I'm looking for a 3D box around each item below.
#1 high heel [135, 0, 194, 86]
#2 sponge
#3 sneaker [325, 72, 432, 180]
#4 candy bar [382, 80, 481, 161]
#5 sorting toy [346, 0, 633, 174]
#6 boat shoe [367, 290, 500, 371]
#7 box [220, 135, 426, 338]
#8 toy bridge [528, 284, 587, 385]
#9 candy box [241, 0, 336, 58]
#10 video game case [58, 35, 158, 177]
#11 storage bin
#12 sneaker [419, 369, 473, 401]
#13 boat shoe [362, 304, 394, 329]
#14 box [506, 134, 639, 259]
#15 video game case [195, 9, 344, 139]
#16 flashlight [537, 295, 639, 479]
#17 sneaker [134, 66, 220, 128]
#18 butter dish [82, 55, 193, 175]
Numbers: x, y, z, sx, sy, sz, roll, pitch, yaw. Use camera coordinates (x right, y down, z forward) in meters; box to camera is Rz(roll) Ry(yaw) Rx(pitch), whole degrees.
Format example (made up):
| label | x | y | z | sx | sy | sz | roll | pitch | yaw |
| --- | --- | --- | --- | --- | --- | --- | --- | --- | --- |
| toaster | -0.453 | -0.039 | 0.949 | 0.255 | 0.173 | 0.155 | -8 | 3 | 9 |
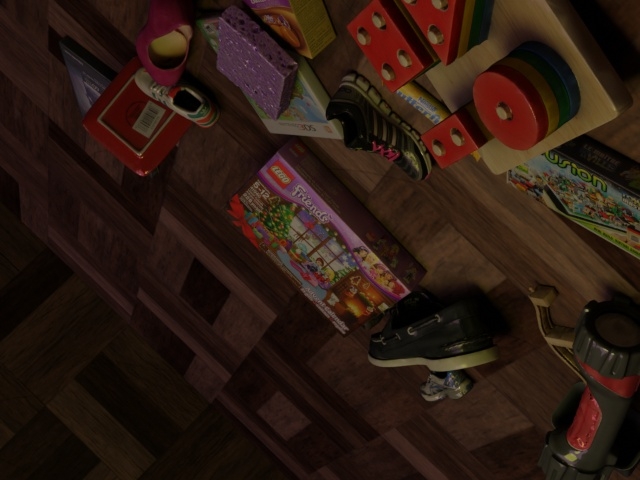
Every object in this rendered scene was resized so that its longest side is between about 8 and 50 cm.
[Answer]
| label | x | y | z | sx | sy | sz | roll | pitch | yaw |
| --- | --- | --- | --- | --- | --- | --- | --- | --- | --- |
| high heel | -0.216 | -0.282 | 1.790 | 0.244 | 0.082 | 0.117 | 106 | 145 | -54 |
| sponge | -0.087 | -0.233 | 1.625 | 0.117 | 0.031 | 0.210 | 43 | 170 | 3 |
| sneaker | 0.071 | -0.132 | 1.578 | 0.170 | 0.075 | 0.063 | 47 | 159 | -8 |
| candy bar | 0.139 | -0.156 | 1.489 | 0.161 | 0.018 | 0.040 | 40 | 159 | 9 |
| sorting toy | 0.151 | -0.189 | 1.242 | 0.257 | 0.089 | 0.255 | 56 | 158 | -2 |
| boat shoe | 0.159 | 0.133 | 1.875 | 0.340 | 0.127 | 0.113 | 173 | 84 | -73 |
| box | 0.000 | 0.000 | 1.900 | 0.293 | 0.057 | 0.201 | 46 | 140 | -3 |
| toy bridge | 0.331 | 0.132 | 1.659 | 0.188 | 0.026 | 0.063 | 54 | 159 | -22 |
| candy box | -0.059 | -0.320 | 1.500 | 0.109 | 0.053 | 0.186 | 26 | 151 | 41 |
| video game case | -0.396 | -0.247 | 2.304 | 0.196 | 0.026 | 0.274 | 38 | 157 | 18 |
| storage bin | 0.401 | 0.281 | 1.731 | 0.135 | 0.098 | 0.091 | 32 | 166 | 30 |
| sneaker | 0.207 | 0.235 | 2.069 | 0.058 | 0.052 | 0.135 | 58 | 150 | -6 |
| boat shoe | 0.018 | 0.059 | 2.044 | 0.228 | 0.068 | 0.081 | 38 | 158 | 16 |
| box | 0.298 | -0.060 | 1.345 | 0.207 | 0.036 | 0.114 | 33 | 156 | 28 |
| video game case | -0.070 | -0.233 | 1.721 | 0.193 | 0.023 | 0.212 | 12 | 142 | 55 |
| flashlight | 0.345 | 0.207 | 1.562 | 0.304 | 0.103 | 0.103 | 100 | 151 | -44 |
| sneaker | -0.234 | -0.240 | 1.942 | 0.161 | 0.057 | 0.075 | 34 | 177 | 15 |
| butter dish | -0.288 | -0.201 | 2.058 | 0.160 | 0.160 | 0.118 | 40 | -179 | 14 |
